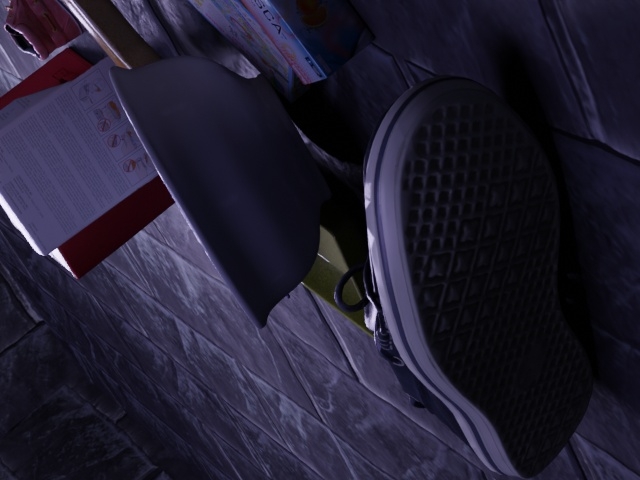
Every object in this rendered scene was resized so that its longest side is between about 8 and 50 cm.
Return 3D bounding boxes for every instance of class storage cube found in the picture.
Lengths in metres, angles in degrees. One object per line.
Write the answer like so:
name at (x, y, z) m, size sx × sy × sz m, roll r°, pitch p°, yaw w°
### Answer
storage cube at (-0.325, -0.100, 2.311) m, size 0.183 × 0.193 × 0.215 m, roll 35°, pitch 158°, yaw 43°

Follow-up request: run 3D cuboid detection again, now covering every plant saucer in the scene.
plant saucer at (0.000, 0.000, 1.918) m, size 0.188 × 0.045 × 0.188 m, roll 36°, pitch 160°, yaw 42°

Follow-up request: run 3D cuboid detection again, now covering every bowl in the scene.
bowl at (-0.079, -0.072, 1.735) m, size 0.298 × 0.134 × 0.298 m, roll 61°, pitch 179°, yaw 2°

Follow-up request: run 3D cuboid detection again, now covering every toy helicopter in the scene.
toy helicopter at (-0.277, -0.279, 1.877) m, size 0.355 × 0.140 × 0.235 m, roll 51°, pitch 167°, yaw -12°

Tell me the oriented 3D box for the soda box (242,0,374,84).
soda box at (-0.037, -0.222, 1.477) m, size 0.183 × 0.058 × 0.063 m, roll 52°, pitch 164°, yaw -12°

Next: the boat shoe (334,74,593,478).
boat shoe at (0.107, 0.034, 1.454) m, size 0.156 × 0.187 × 0.500 m, roll 33°, pitch 163°, yaw 31°

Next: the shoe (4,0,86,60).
shoe at (-0.370, -0.296, 2.182) m, size 0.178 × 0.081 × 0.063 m, roll 42°, pitch 163°, yaw 26°

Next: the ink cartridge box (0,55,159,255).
ink cartridge box at (-0.301, -0.114, 2.152) m, size 0.056 × 0.224 × 0.181 m, roll 35°, pitch 159°, yaw 52°

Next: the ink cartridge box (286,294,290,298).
ink cartridge box at (-0.126, -0.051, 2.052) m, size 0.224 × 0.045 × 0.223 m, roll 55°, pitch 171°, yaw 31°

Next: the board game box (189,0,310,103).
board game box at (-0.069, -0.210, 1.653) m, size 0.154 × 0.026 × 0.103 m, roll 46°, pitch 164°, yaw 14°
